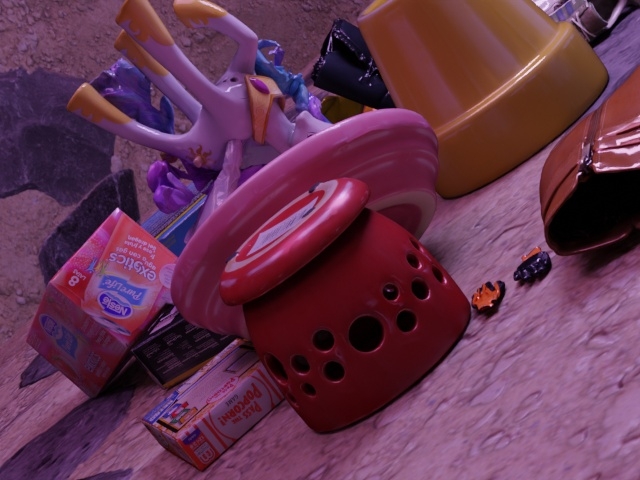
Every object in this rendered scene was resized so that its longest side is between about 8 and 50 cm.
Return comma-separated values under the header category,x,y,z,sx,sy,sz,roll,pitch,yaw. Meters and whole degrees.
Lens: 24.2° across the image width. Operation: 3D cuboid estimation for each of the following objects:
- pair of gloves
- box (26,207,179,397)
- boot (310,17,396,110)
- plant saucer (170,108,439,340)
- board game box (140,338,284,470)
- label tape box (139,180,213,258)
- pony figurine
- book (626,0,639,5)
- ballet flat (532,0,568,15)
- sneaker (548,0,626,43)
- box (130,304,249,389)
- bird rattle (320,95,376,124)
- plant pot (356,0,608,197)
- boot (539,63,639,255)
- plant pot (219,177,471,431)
category,x,y,z,sx,sy,sz,roll,pitch,yaw
pair of gloves,0.171,0.037,1.343,0.083,0.010,0.074,-34,10,8
box,-0.307,0.097,2.126,0.154,0.142,0.300,-51,1,-25
boot,0.113,-0.283,2.244,0.246,0.207,0.094,-61,1,-34
plant saucer,0.000,0.000,1.579,0.332,0.084,0.332,-32,-20,-13
board game box,-0.109,0.172,1.606,0.147,0.045,0.193,-40,11,-13
label tape box,-0.216,-0.020,2.617,0.240,0.106,0.333,-43,12,-22
pony figurine,-0.129,-0.122,1.879,0.351,0.363,0.303,-49,6,46
book,0.475,-0.374,2.025,0.144,0.035,0.096,-38,14,1
ballet flat,0.296,-0.314,2.229,0.203,0.074,0.074,-32,12,17
sneaker,0.342,-0.288,1.997,0.192,0.064,0.086,-44,12,-20
box,-0.068,0.043,1.939,0.322,0.079,0.257,-31,14,34
bird rattle,0.081,-0.169,2.354,0.207,0.143,0.253,-26,-2,4
plant pot,0.177,-0.220,1.797,0.254,0.239,0.254,-36,11,9
boot,0.296,-0.109,1.269,0.283,0.109,0.220,-36,9,24
plant pot,0.014,0.053,1.365,0.191,0.174,0.191,-37,12,10
